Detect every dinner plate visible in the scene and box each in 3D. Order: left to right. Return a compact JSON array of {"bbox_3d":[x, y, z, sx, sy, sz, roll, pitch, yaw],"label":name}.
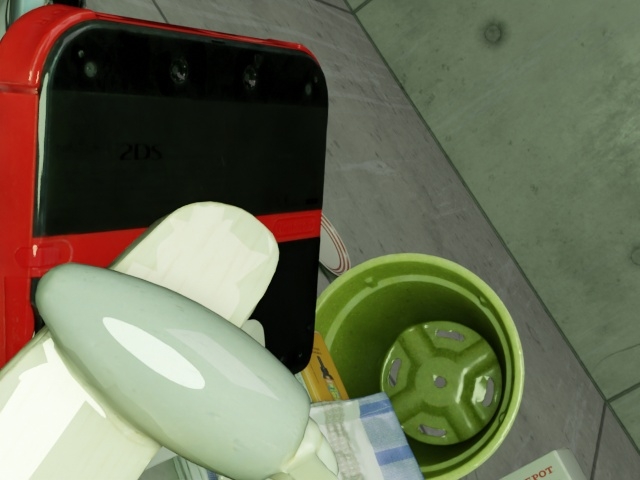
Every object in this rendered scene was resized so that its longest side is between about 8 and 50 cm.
[{"bbox_3d":[0.000,0.000,1.469,0.141,0.017,0.141,46,22,-24],"label":"dinner plate"}]

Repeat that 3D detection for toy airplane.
[{"bbox_3d":[-0.153,0.177,0.369,0.384,0.272,0.386,-2,95,-46],"label":"toy airplane"}]

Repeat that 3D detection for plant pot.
[{"bbox_3d":[0.133,0.175,1.202,0.276,0.276,0.254,63,9,18],"label":"plant pot"}]

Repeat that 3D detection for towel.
[{"bbox_3d":[-0.001,0.252,0.910,0.285,0.034,0.209,1,55,-40],"label":"towel"}]

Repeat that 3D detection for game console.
[{"bbox_3d":[-0.119,-0.016,0.820,0.386,0.060,0.342,-8,105,-56],"label":"game console"}]

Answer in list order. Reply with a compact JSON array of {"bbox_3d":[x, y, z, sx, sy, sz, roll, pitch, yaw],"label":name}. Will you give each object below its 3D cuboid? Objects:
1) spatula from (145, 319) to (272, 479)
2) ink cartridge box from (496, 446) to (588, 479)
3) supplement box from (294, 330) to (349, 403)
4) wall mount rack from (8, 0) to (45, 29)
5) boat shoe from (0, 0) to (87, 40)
[{"bbox_3d":[-0.117,0.166,0.778,0.242,0.019,0.168,-11,97,-50],"label":"spatula"},{"bbox_3d":[0.340,0.435,1.365,0.092,0.160,0.219,18,41,-59],"label":"ink cartridge box"},{"bbox_3d":[-0.004,0.212,1.044,0.078,0.080,0.233,24,39,-56],"label":"supplement box"},{"bbox_3d":[-0.285,-0.144,0.725,0.130,0.350,0.304,2,43,-21],"label":"wall mount rack"},{"bbox_3d":[-0.318,-0.313,1.095,0.113,0.105,0.306,42,24,-35],"label":"boat shoe"}]
